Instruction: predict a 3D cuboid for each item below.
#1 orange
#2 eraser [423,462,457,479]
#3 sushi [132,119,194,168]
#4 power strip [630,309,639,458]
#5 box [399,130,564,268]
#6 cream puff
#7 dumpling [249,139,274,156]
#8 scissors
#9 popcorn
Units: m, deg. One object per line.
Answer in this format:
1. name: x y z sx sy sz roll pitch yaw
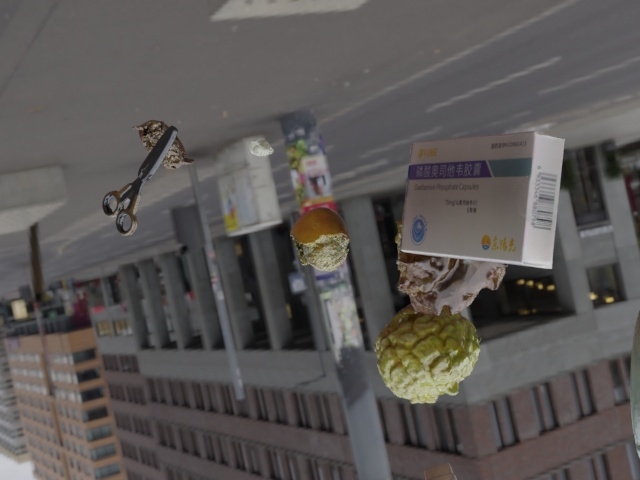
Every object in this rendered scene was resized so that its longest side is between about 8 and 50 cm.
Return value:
1. orange: 0.000 0.000 2.032 0.134 0.157 0.156 -10 180 3
2. eraser: 0.310 0.654 2.073 0.081 0.124 0.279 -20 -163 6
3. sushi: -0.275 -0.167 1.524 0.052 0.120 0.055 -36 -150 2
4. power strip: 0.720 0.271 1.714 0.161 0.358 0.357 -1 -175 30
5. box: 0.253 -0.066 1.438 0.065 0.200 0.343 6 180 -26
6. cream puff: 0.246 0.023 1.723 0.241 0.269 0.155 -32 -154 14
7. dumpling: -0.176 -0.265 2.561 0.059 0.043 0.077 -19 170 33
8. scissors: -0.297 -0.107 1.472 0.017 0.088 0.220 -5 139 -55
9. popcorn: 0.236 0.230 1.946 0.236 0.252 0.206 -9 136 5
